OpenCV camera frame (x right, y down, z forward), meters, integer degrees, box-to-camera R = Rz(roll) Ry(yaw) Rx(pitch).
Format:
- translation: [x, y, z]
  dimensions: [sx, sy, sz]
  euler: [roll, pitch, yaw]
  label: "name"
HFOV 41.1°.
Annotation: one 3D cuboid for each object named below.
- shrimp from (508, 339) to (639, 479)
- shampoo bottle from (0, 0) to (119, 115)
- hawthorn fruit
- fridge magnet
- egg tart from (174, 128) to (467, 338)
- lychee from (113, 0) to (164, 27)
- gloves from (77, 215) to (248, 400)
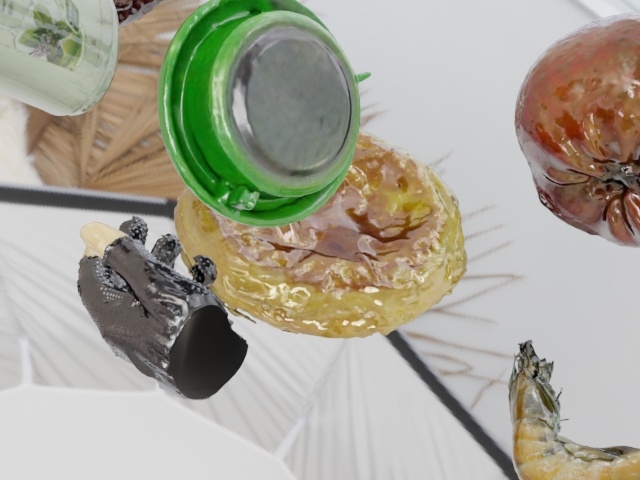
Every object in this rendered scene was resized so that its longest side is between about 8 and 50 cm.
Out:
- translation: [0.317, 0.195, 0.999]
  dimensions: [0.198, 0.051, 0.262]
  euler: [-11, -150, 12]
  label: "shrimp"
- translation: [-0.237, -0.159, 0.528]
  dimensions: [0.087, 0.118, 0.234]
  euler: [-20, 163, 27]
  label: "shampoo bottle"
- translation: [0.528, -0.193, 1.367]
  dimensions: [0.403, 0.403, 0.403]
  euler: [-51, 178, -2]
  label: "hawthorn fruit"
- translation: [-0.043, -0.115, 0.741]
  dimensions: [0.088, 0.208, 0.208]
  euler: [1, -136, 52]
  label: "fridge magnet"
- translation: [0.000, 0.000, 1.277]
  dimensions: [0.443, 0.443, 0.178]
  euler: [-49, 157, -43]
  label: "egg tart"
- translation: [-0.316, -0.428, 1.135]
  dimensions: [0.306, 0.306, 0.330]
  euler: [-51, -139, 2]
  label: "lychee"
- translation: [-0.154, 0.051, 0.736]
  dimensions: [0.129, 0.181, 0.106]
  euler: [17, 101, -53]
  label: "gloves"
